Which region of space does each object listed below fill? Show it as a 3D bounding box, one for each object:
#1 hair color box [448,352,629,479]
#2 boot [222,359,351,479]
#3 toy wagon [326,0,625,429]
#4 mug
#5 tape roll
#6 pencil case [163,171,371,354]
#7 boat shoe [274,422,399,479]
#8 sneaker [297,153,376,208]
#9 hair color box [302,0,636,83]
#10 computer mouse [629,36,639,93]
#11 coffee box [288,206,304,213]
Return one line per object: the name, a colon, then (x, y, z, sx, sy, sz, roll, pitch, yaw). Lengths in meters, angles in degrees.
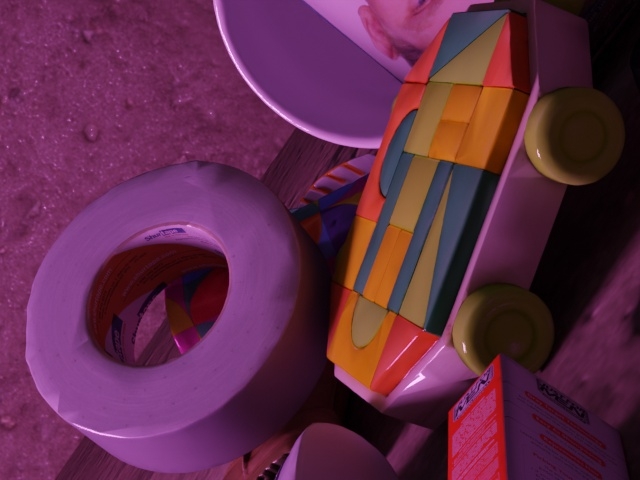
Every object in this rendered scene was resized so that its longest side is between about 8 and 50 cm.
hair color box: (0.093, 0.110, 0.608, 0.043, 0.072, 0.141, -53, 8, 21)
boot: (-0.052, 0.181, 1.127, 0.236, 0.089, 0.269, -41, 13, 14)
toy wagon: (0.098, -0.058, 0.925, 0.267, 0.068, 0.344, -155, 84, -73)
mug: (0.118, -0.298, 1.367, 0.374, 0.276, 0.328, -39, 6, 32)
tape roll: (-0.102, 0.053, 1.046, 0.219, 0.219, 0.072, -59, -33, -15)
pencil case: (-0.010, 0.026, 1.128, 0.236, 0.104, 0.104, -26, 16, 11)
boat shoe: (-0.024, 0.207, 0.788, 0.102, 0.108, 0.301, -53, 7, 20)
sneaker: (0.000, 0.000, 1.504, 0.215, 0.084, 0.083, -55, 4, 13)
hair color box: (0.064, -0.242, 1.124, 0.174, 0.347, 0.105, -54, -18, 17)
computer mouse: (0.260, -0.167, 0.854, 0.242, 0.041, 0.071, -52, 16, -18)
coffee box: (-0.054, 0.029, 1.445, 0.184, 0.040, 0.113, -4, 79, 47)
